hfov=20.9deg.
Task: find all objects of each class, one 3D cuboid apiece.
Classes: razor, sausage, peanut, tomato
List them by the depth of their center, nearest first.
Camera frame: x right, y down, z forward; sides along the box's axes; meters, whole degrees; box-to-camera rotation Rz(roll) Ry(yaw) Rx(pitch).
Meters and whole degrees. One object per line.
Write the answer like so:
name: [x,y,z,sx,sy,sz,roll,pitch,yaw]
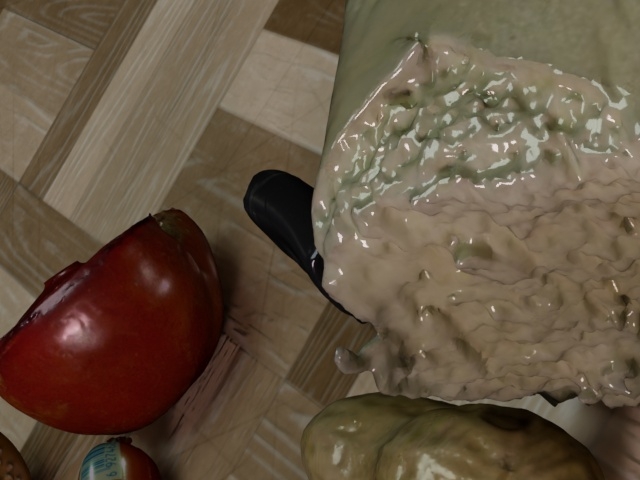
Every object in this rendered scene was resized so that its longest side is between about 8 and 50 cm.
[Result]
peanut: [0.071,0.143,1.034,0.236,0.120,0.110,13,112,52]
razor: [0.000,0.000,1.283,0.054,0.090,0.148,-48,32,1]
sausage: [-0.146,0.243,1.307,0.083,0.083,0.264,-44,33,25]
tomato: [-0.162,0.079,1.404,0.200,0.139,0.233,-39,1,15]

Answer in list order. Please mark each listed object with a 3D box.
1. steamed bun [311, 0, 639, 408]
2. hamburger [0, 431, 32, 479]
steamed bun: [0.167,-0.053,0.913,0.272,0.290,0.273,-10,66,26]
hamburger: [-0.323,0.229,1.496,0.115,0.162,0.162,-23,47,40]
